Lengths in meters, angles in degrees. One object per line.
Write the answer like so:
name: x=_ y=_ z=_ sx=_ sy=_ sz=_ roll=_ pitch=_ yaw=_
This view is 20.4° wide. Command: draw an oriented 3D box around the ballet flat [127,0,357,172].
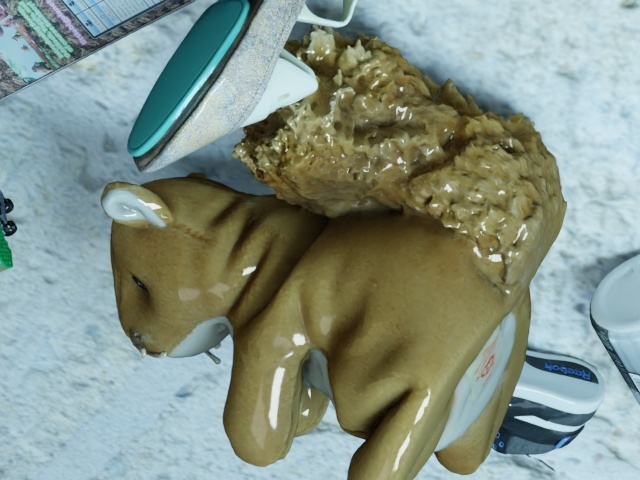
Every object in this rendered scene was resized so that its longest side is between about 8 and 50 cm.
ballet flat: x=-0.033 y=-0.174 z=1.383 sx=0.106 sy=0.316 sz=0.107 roll=30 pitch=176 yaw=-24

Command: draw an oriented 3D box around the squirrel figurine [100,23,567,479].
squirrel figurine: x=0.000 y=0.000 z=1.571 sx=0.370 sy=0.281 sz=0.397 roll=27 pitch=108 yaw=21

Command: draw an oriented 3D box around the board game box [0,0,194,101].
board game box: x=-0.254 y=-0.268 z=1.460 sx=0.291 sy=0.141 sz=0.232 roll=-21 pitch=122 yaw=34

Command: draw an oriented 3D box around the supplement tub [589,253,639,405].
supplement tub: x=0.333 y=0.109 z=1.618 sx=0.117 sy=0.117 sz=0.190 roll=-15 pitch=125 yaw=31

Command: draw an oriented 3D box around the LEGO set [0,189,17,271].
LEGO set: x=-0.434 y=-0.079 z=1.614 sx=0.192 sy=0.255 sz=0.331 roll=-24 pitch=140 yaw=4

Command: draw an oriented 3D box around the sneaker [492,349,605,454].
sneaker: x=0.160 y=0.153 z=1.748 sx=0.216 sy=0.079 sz=0.121 roll=20 pitch=135 yaw=0
